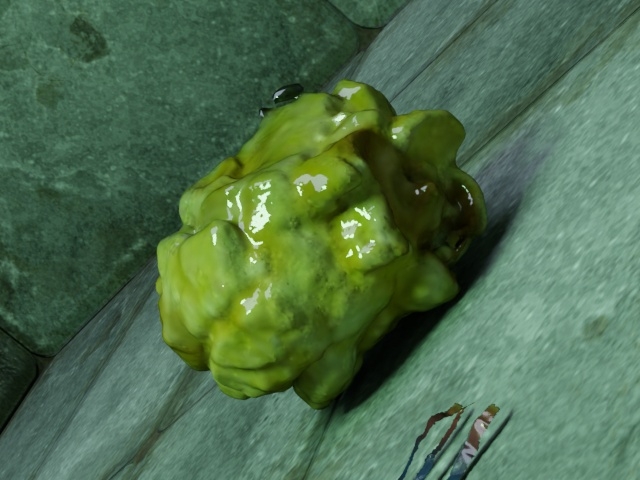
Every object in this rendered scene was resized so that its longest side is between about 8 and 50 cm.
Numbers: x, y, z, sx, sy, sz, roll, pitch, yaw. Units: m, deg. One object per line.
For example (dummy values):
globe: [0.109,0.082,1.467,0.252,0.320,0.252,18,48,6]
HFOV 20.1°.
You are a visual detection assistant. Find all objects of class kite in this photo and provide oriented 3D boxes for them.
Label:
kite: [0.029,0.200,1.129,0.245,0.015,0.141,-54,16,-11]

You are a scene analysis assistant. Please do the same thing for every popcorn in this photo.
popcorn: [0.000,0.000,1.442,0.286,0.215,0.252,-52,4,-36]
